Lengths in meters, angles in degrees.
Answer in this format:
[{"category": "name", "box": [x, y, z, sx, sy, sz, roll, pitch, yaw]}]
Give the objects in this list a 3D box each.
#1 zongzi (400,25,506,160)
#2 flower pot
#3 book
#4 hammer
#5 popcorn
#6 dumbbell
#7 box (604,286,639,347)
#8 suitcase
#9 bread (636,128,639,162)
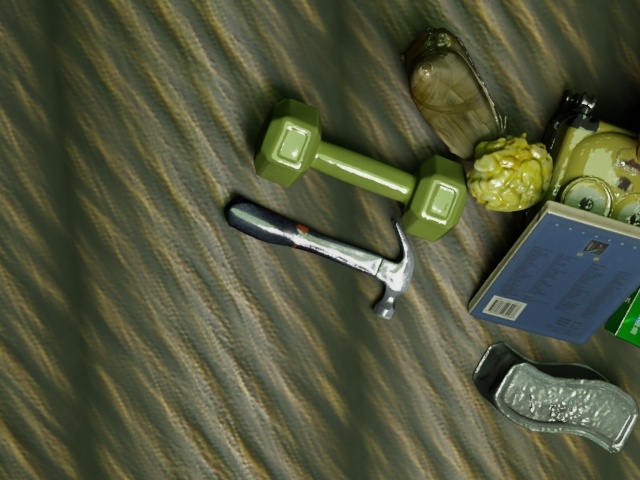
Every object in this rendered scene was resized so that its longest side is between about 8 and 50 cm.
[{"category": "zongzi", "box": [0.180, -0.187, 1.618, 0.099, 0.197, 0.194, -29, 105, 15]}, {"category": "flower pot", "box": [0.348, 0.231, 1.751, 0.229, 0.108, 0.103, 17, 95, -11]}, {"category": "book", "box": [0.348, 0.053, 1.673, 0.190, 0.025, 0.269, 15, 141, -10]}, {"category": "hammer", "box": [0.000, 0.000, 1.702, 0.289, 0.037, 0.137, 22, 96, -11]}, {"category": "popcorn", "box": [0.259, -0.092, 1.636, 0.116, 0.106, 0.121, 39, 78, -1]}, {"category": "dumbbell", "box": [0.058, -0.097, 1.658, 0.301, 0.108, 0.121, 19, 94, -10]}, {"category": "box", "box": [0.543, 0.121, 1.766, 0.235, 0.034, 0.132, 26, 94, -27]}, {"category": "suitcase", "box": [0.402, -0.075, 1.690, 0.193, 0.143, 0.235, 18, 97, -10]}, {"category": "bread", "box": [0.578, -0.120, 1.567, 0.315, 0.211, 0.270, 21, 76, -25]}]
